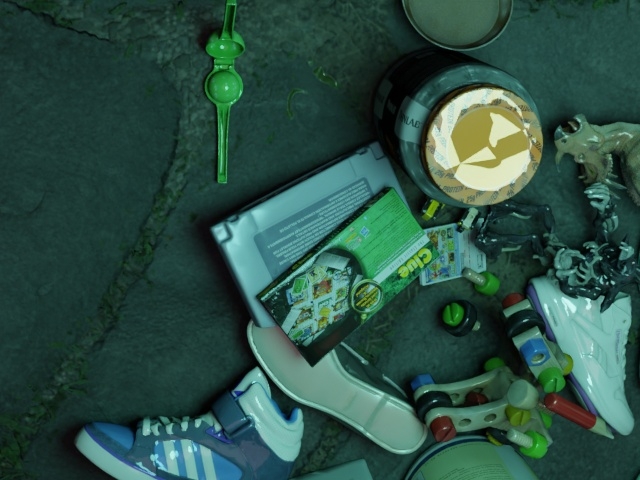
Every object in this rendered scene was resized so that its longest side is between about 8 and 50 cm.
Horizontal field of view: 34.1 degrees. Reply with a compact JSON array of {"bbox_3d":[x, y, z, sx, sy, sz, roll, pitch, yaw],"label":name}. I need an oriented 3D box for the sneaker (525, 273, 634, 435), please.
[{"bbox_3d":[0.449,0.171,1.654,0.152,0.114,0.305,-28,103,1],"label":"sneaker"}]

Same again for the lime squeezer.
[{"bbox_3d":[-0.133,-0.234,1.514,0.059,0.110,0.310,-11,135,-21],"label":"lime squeezer"}]

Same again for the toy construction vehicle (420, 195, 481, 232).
[{"bbox_3d":[0.204,-0.055,1.609,0.086,0.035,0.098,31,64,-3],"label":"toy construction vehicle"}]

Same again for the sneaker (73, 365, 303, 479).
[{"bbox_3d":[-0.186,0.282,1.612,0.323,0.130,0.236,27,88,-7],"label":"sneaker"}]

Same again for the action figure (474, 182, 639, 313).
[{"bbox_3d":[0.376,0.005,1.558,0.276,0.141,0.164,20,60,12],"label":"action figure"}]

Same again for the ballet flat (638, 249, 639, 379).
[{"bbox_3d":[0.570,0.101,1.674,0.106,0.107,0.316,-9,109,-25],"label":"ballet flat"}]

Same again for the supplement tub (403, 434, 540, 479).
[{"bbox_3d":[0.259,0.458,1.587,0.236,0.325,0.235,-1,102,-6],"label":"supplement tub"}]

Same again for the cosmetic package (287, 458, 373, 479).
[{"bbox_3d":[0.054,0.564,1.654,0.155,0.197,0.365,-16,105,-4],"label":"cosmetic package"}]

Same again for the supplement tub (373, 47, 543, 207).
[{"bbox_3d":[0.188,-0.158,1.447,0.194,0.316,0.193,-1,105,-5],"label":"supplement tub"}]

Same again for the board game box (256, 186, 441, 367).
[{"bbox_3d":[0.044,0.052,1.536,0.260,0.030,0.136,-39,105,-12],"label":"board game box"}]

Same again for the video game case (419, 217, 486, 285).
[{"bbox_3d":[0.205,0.016,1.624,0.122,0.011,0.087,-11,104,-27],"label":"video game case"}]

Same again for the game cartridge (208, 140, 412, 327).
[{"bbox_3d":[0.000,0.000,1.561,0.294,0.060,0.196,-28,101,-18],"label":"game cartridge"}]

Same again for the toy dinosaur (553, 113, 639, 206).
[{"bbox_3d":[0.501,-0.095,1.573,0.200,0.127,0.295,-42,82,5],"label":"toy dinosaur"}]

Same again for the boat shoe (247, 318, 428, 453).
[{"bbox_3d":[0.022,0.219,1.639,0.335,0.095,0.112,37,93,-7],"label":"boat shoe"}]

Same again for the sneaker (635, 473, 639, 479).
[{"bbox_3d":[0.659,0.427,1.746,0.256,0.094,0.151,32,94,-13],"label":"sneaker"}]

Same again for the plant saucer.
[{"bbox_3d":[0.198,-0.355,1.533,0.169,0.029,0.168,2,80,-9],"label":"plant saucer"}]

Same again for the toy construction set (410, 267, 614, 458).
[{"bbox_3d":[0.319,0.233,1.565,0.237,0.309,0.257,29,92,-31],"label":"toy construction set"}]
